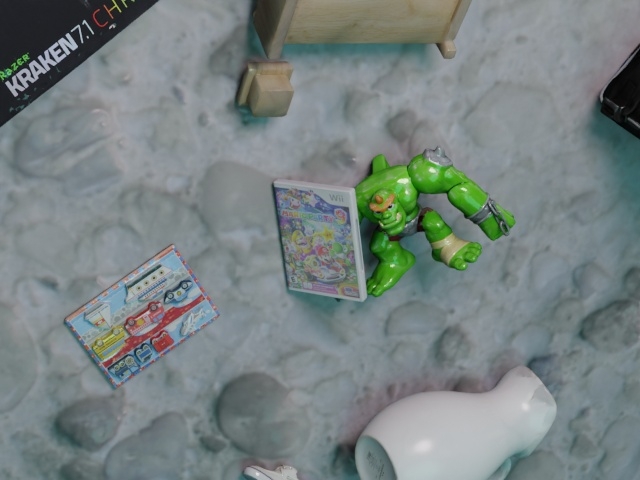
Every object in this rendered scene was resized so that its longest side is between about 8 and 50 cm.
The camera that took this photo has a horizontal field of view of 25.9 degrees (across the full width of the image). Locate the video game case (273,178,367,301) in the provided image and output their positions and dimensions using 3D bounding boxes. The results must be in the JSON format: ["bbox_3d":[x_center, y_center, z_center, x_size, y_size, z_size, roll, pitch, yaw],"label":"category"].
[{"bbox_3d":[0.000,0.000,1.369,0.011,0.087,0.122,-43,133,-49],"label":"video game case"}]

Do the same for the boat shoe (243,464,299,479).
[{"bbox_3d":[-0.040,0.258,1.496,0.100,0.035,0.035,33,69,-28],"label":"boat shoe"}]

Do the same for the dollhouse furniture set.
[{"bbox_3d":[0.088,-0.299,1.288,0.303,0.174,0.356,-3,139,-26],"label":"dollhouse furniture set"}]

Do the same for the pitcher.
[{"bbox_3d":[0.141,0.238,1.524,0.207,0.125,0.178,-16,134,-30],"label":"pitcher"}]

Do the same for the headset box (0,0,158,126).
[{"bbox_3d":[-0.264,-0.272,1.067,0.246,0.131,0.283,-42,123,-17],"label":"headset box"}]

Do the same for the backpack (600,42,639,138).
[{"bbox_3d":[0.441,-0.175,1.399,0.191,0.225,0.254,28,102,-33],"label":"backpack"}]

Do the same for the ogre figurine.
[{"bbox_3d":[0.079,-0.019,1.383,0.197,0.097,0.118,-14,118,33],"label":"ogre figurine"}]

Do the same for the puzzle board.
[{"bbox_3d":[-0.172,0.076,1.363,0.128,0.011,0.096,-35,122,-7],"label":"puzzle board"}]
